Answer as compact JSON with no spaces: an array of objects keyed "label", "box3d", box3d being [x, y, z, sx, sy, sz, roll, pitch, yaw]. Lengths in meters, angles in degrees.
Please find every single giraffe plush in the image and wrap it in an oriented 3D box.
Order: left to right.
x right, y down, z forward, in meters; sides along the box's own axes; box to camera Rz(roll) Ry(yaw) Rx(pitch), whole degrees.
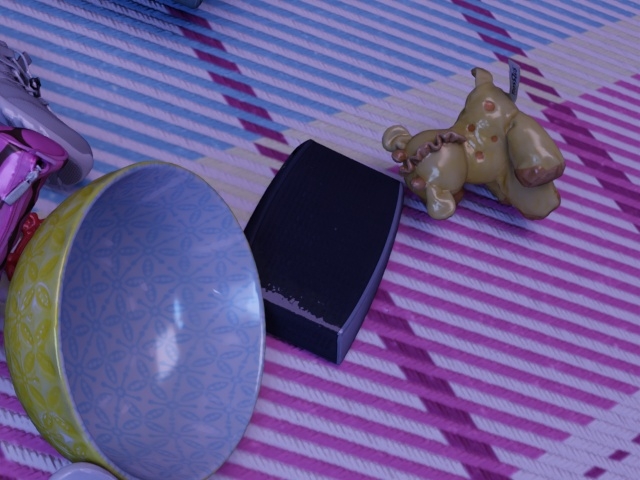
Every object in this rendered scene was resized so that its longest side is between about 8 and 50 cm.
[{"label":"giraffe plush","box3d":[0.178,-0.097,0.997,0.171,0.210,0.181,-30,38,-8]}]

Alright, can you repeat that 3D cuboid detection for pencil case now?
[{"label":"pencil case","box3d":[-0.296,0.000,0.703,0.098,0.209,0.095,30,9,34]}]

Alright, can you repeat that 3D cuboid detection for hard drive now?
[{"label":"hard drive","box3d":[0.000,0.000,0.939,0.172,0.054,0.254,26,55,-2]}]

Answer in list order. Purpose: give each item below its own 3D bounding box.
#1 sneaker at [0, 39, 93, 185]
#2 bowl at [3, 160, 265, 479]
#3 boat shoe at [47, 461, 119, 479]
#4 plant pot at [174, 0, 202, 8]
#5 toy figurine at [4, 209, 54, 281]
[{"label":"sneaker","box3d":[-0.353,-0.172,0.901,0.281,0.105,0.115,37,56,7]},{"label":"bowl","box3d":[-0.190,0.081,0.748,0.156,0.289,0.289,-8,51,28]},{"label":"boat shoe","box3d":[-0.157,0.264,0.655,0.080,0.076,0.228,-35,113,-17]},{"label":"plant pot","box3d":[-0.251,-0.481,1.011,0.334,0.341,0.341,25,55,-12]},{"label":"toy figurine","box3d":[-0.436,-0.110,0.769,0.363,0.217,0.191,35,55,4]}]
